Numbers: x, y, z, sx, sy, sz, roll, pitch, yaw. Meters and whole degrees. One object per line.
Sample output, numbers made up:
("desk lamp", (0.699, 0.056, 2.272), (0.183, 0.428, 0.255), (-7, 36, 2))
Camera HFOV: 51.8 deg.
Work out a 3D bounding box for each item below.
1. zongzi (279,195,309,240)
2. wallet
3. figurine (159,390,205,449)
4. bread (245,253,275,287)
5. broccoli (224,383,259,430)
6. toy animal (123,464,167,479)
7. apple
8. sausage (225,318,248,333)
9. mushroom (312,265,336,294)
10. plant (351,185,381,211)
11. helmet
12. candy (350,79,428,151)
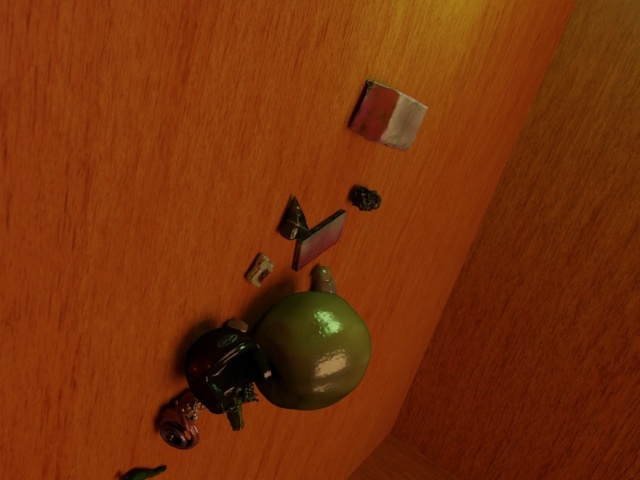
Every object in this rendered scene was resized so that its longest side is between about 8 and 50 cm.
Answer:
("zongzi", (-0.057, -0.061, 1.770), (0.109, 0.055, 0.119), (-5, 110, -65))
("wallet", (0.000, 0.000, 1.982), (0.232, 0.025, 0.119), (-35, 146, -45))
("figurine", (-0.354, 0.454, 1.709), (0.114, 0.126, 0.157), (33, 56, -28))
("bread", (-0.159, 0.080, 1.740), (0.083, 0.035, 0.070), (-53, 155, -9))
("broccoli", (-0.241, 0.446, 1.833), (0.154, 0.167, 0.160), (10, 66, -65))
("toy animal", (-0.476, 0.639, 1.742), (0.075, 0.041, 0.217), (-60, 161, -4))
("apple", (-0.041, 0.317, 1.888), (0.357, 0.357, 0.357), (-45, 152, -32))
("sausage", (-0.246, 0.298, 1.780), (0.065, 0.065, 0.169), (-17, 133, -58))
("mushroom", (0.002, 0.199, 2.139), (0.118, 0.103, 0.270), (-30, 133, -56))
("plant", (0.150, -0.129, 2.079), (0.087, 0.085, 0.174), (-25, 169, 18))
("helmet", (-0.240, 0.319, 1.649), (0.189, 0.193, 0.216), (-28, 146, -37))
("candy", (0.197, -0.348, 1.873), (0.265, 0.115, 0.156), (-3, 117, -65))
